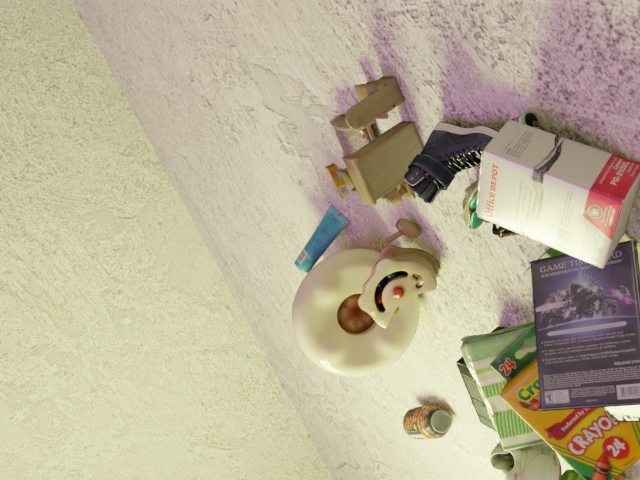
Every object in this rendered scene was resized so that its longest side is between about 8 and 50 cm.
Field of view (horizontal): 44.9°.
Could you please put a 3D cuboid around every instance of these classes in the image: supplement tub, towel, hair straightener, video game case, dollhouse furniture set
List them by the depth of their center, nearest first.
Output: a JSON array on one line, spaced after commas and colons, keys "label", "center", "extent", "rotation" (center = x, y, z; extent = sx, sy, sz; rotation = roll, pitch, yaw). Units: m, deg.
[{"label": "video game case", "center": [0.464, 0.150, 1.344], "extent": [0.196, 0.274, 0.026], "rotation": [-16, 154, 42]}, {"label": "hair straightener", "center": [0.388, -0.052, 1.516], "extent": [0.089, 0.047, 0.230], "rotation": [58, 163, -10]}, {"label": "towel", "center": [0.468, 0.315, 1.692], "extent": [0.038, 0.248, 0.324], "rotation": [-75, -36, -60]}, {"label": "dollhouse furniture set", "center": [0.055, -0.208, 1.778], "extent": [0.356, 0.174, 0.303], "rotation": [17, 138, 56]}, {"label": "supplement tub", "center": [0.341, 0.573, 2.443], "extent": [0.106, 0.106, 0.198], "rotation": [53, 158, 2]}]

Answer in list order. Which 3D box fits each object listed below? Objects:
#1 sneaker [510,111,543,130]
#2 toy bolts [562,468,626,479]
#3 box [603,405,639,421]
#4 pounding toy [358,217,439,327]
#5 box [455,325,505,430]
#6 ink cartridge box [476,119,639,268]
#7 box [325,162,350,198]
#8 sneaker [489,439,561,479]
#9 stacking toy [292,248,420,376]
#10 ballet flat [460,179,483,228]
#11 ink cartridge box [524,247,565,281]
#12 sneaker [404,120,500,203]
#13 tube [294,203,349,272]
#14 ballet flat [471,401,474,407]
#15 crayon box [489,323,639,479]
[{"label": "sneaker", "center": [0.368, -0.177, 1.372], "extent": [0.098, 0.038, 0.069], "rotation": [66, 159, -6]}, {"label": "toy bolts", "center": [0.681, 0.535, 1.698], "extent": [0.228, 0.159, 0.218], "rotation": [41, 122, 50]}, {"label": "box", "center": [0.587, 0.238, 1.369], "extent": [0.093, 0.156, 0.158], "rotation": [53, 158, 0]}, {"label": "pounding toy", "center": [0.212, 0.078, 1.949], "extent": [0.154, 0.155, 0.269], "rotation": [26, 120, 0]}, {"label": "box", "center": [0.435, 0.334, 1.830], "extent": [0.108, 0.153, 0.207], "rotation": [19, 138, 57]}, {"label": "ink cartridge box", "center": [0.394, -0.080, 1.302], "extent": [0.237, 0.100, 0.172], "rotation": [25, 147, 25]}, {"label": "box", "center": [0.041, -0.148, 1.906], "extent": [0.136, 0.028, 0.081], "rotation": [-99, -16, -81]}, {"label": "sneaker", "center": [0.476, 0.480, 1.855], "extent": [0.305, 0.152, 0.114], "rotation": [-83, -3, -67]}, {"label": "stacking toy", "center": [0.057, 0.167, 2.249], "extent": [0.350, 0.351, 0.480], "rotation": [60, 174, -13]}, {"label": "ballet flat", "center": [0.313, -0.084, 1.594], "extent": [0.052, 0.057, 0.168], "rotation": [54, 160, 29]}, {"label": "ink cartridge box", "center": [0.498, 0.103, 1.477], "extent": [0.209, 0.062, 0.109], "rotation": [49, 157, 13]}, {"label": "sneaker", "center": [0.257, -0.138, 1.464], "extent": [0.086, 0.163, 0.226], "rotation": [43, 168, -29]}, {"label": "tube", "center": [0.000, 0.000, 2.233], "extent": [0.080, 0.052, 0.207], "rotation": [43, 113, 19]}, {"label": "ballet flat", "center": [0.435, 0.424, 2.083], "extent": [0.070, 0.070, 0.188], "rotation": [43, 156, 27]}, {"label": "crayon box", "center": [0.512, 0.318, 1.560], "extent": [0.318, 0.081, 0.202], "rotation": [44, 117, 9]}]
